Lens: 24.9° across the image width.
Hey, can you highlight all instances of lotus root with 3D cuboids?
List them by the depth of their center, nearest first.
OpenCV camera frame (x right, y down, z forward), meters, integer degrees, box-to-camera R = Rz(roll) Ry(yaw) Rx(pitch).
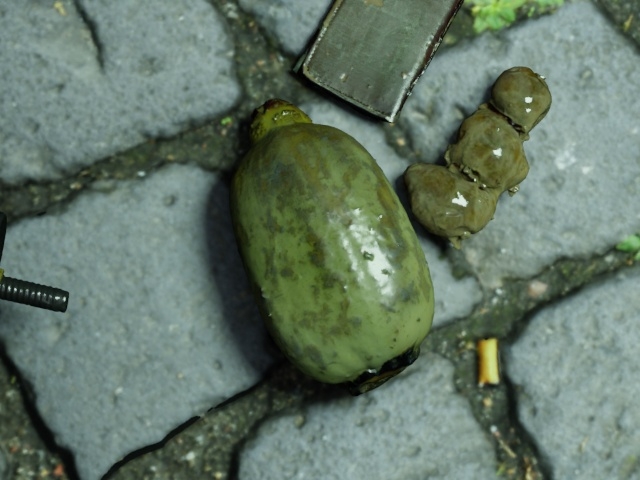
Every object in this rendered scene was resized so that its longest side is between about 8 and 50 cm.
[{"bbox_3d":[0.000,0.000,1.437,0.173,0.173,0.309,-24,80,-9],"label":"lotus root"}]

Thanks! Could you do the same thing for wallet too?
[{"bbox_3d":[0.077,-0.241,1.527,0.122,0.031,0.232,29,79,0],"label":"wallet"}]

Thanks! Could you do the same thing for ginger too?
[{"bbox_3d":[0.170,-0.091,1.498,0.104,0.080,0.204,40,83,3],"label":"ginger"}]

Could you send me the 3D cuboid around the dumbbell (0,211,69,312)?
[{"bbox_3d":[-0.400,0.022,1.380,0.325,0.143,0.143,14,83,-6],"label":"dumbbell"}]
